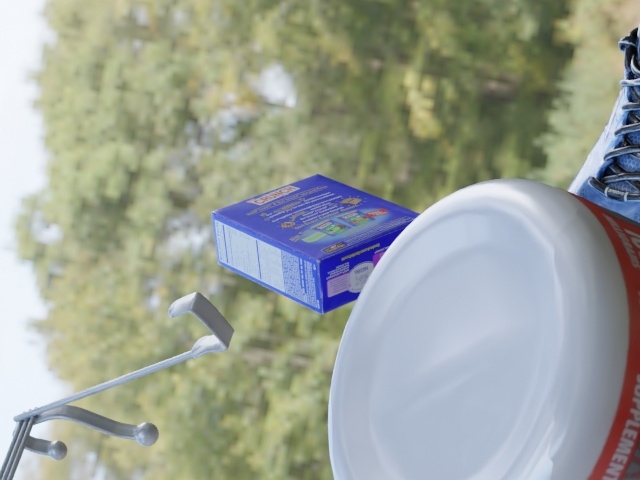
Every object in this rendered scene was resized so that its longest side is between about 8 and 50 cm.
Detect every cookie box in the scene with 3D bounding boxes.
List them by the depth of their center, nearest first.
[{"bbox_3d":[0.000,0.000,1.208,0.092,0.107,0.040,-21,-60,-34],"label":"cookie box"}]

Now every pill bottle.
[{"bbox_3d":[0.202,0.114,1.059,0.210,0.363,0.210,-30,50,44],"label":"pill bottle"}]

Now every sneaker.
[{"bbox_3d":[0.250,-0.090,1.429,0.330,0.130,0.147,-56,-39,-19],"label":"sneaker"}]

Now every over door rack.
[{"bbox_3d":[-0.186,0.217,1.606,0.324,0.108,0.239,-34,31,45],"label":"over door rack"}]
